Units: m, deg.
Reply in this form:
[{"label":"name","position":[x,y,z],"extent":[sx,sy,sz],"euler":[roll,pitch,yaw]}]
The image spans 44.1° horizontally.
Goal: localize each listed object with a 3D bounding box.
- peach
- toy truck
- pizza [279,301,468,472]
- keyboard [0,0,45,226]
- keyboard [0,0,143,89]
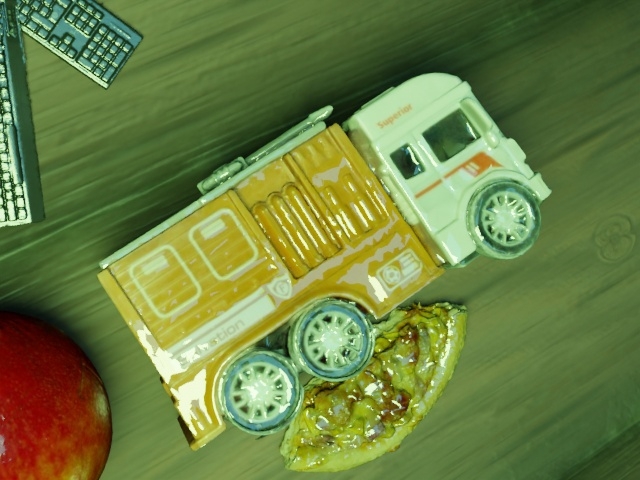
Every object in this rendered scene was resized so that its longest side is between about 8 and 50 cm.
[{"label":"peach","position":[-0.255,0.142,0.615],"extent":[0.197,0.197,0.197],"euler":[-1,92,-21]},{"label":"toy truck","position":[0.000,0.000,0.717],"extent":[0.387,0.173,0.207],"euler":[-34,94,-14]},{"label":"pizza","position":[0.063,0.152,0.805],"extent":[0.246,0.058,0.127],"euler":[-28,101,-20]},{"label":"keyboard","position":[-0.287,-0.109,0.682],"extent":[0.074,0.015,0.197],"euler":[-6,98,-17]},{"label":"keyboard","position":[-0.256,-0.217,0.696],"extent":[0.198,0.010,0.064],"euler":[35,81,-18]}]
